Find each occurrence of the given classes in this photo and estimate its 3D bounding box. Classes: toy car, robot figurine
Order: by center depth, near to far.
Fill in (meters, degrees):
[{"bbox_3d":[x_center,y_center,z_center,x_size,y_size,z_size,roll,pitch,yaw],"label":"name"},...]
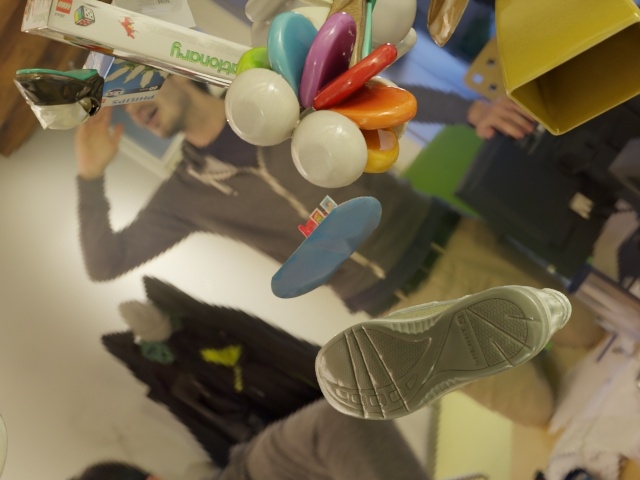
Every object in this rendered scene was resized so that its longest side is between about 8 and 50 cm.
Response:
[{"bbox_3d":[0.009,-0.149,1.007,0.159,0.182,0.136,-47,-13,-51],"label":"toy car"},{"bbox_3d":[0.022,-0.367,1.788,0.353,0.300,0.199,-38,50,38],"label":"robot figurine"}]

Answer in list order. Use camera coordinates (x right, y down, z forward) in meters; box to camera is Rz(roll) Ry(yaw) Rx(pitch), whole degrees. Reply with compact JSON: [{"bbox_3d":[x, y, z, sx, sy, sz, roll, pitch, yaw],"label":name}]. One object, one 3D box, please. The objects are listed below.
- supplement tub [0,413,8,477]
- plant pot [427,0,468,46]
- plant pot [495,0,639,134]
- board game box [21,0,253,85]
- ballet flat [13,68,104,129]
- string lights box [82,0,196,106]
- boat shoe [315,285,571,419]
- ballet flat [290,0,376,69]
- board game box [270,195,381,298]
[{"bbox_3d":[-0.453,0.147,0.950,0.193,0.316,0.193,-43,-30,-33],"label":"supplement tub"},{"bbox_3d":[0.215,-0.422,1.660,0.236,0.032,0.236,-163,90,-84],"label":"plant pot"},{"bbox_3d":[0.376,-0.311,1.573,0.212,0.187,0.212,-28,-25,24],"label":"plant pot"},{"bbox_3d":[-0.232,-0.265,1.423,0.193,0.305,0.053,20,96,64],"label":"board game box"},{"bbox_3d":[-0.407,-0.228,1.697,0.280,0.095,0.096,-46,-45,-77],"label":"ballet flat"},{"bbox_3d":[-0.333,-0.339,1.898,0.133,0.076,0.260,-13,-16,-30],"label":"string lights box"},{"bbox_3d":[0.133,0.125,1.217,0.320,0.118,0.103,-26,-11,35],"label":"boat shoe"},{"bbox_3d":[0.023,-0.317,1.432,0.116,0.124,0.342,94,-175,-58],"label":"ballet flat"},{"bbox_3d":[0.000,0.000,1.279,0.168,0.033,0.133,-48,-24,15],"label":"board game box"}]
